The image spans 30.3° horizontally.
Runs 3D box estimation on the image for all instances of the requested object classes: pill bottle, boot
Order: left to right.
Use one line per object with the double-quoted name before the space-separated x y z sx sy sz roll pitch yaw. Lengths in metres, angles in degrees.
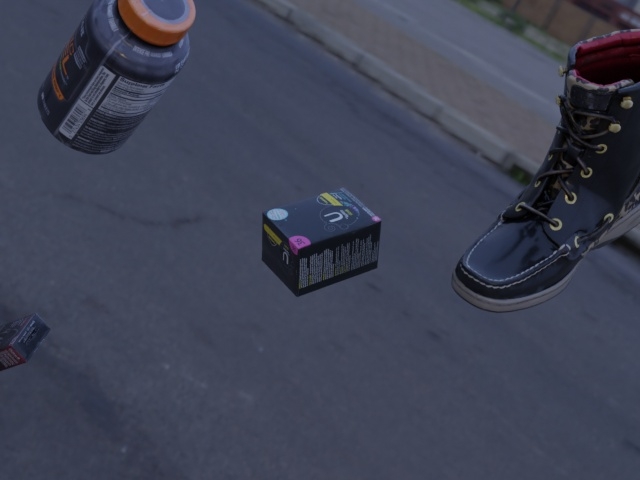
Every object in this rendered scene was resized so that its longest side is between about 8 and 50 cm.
"pill bottle" -0.242 -0.218 1.430 0.130 0.245 0.130 18 53 -26
"boot" 0.320 -0.093 1.521 0.377 0.284 0.138 -28 49 -31

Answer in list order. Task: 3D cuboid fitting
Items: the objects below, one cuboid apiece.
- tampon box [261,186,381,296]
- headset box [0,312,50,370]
"tampon box" 0.000 0.000 1.936 0.161 0.101 0.120 -19 40 -27
"headset box" -0.381 0.128 1.473 0.032 0.083 0.062 52 39 -23
